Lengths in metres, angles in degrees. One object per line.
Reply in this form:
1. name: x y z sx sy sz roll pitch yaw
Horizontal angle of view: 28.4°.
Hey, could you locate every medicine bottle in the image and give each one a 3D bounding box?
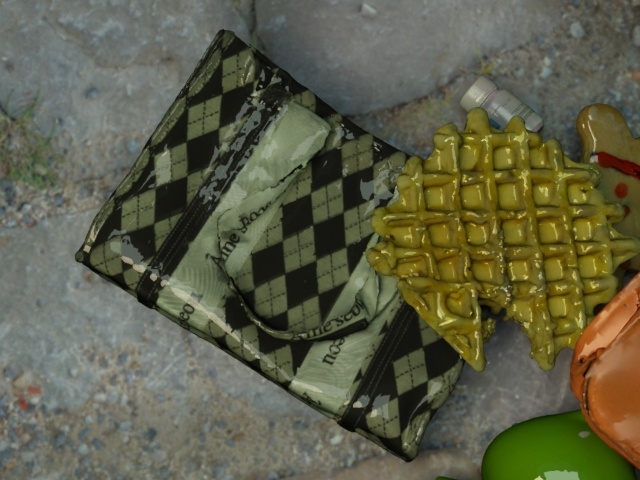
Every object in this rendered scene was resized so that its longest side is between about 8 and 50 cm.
1. medicine bottle: 0.201 -0.140 1.410 0.089 0.052 0.052 41 87 10

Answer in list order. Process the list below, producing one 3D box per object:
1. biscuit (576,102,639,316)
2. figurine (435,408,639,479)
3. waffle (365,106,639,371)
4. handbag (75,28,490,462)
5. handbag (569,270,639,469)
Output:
1. biscuit: 0.309 -0.019 1.363 0.153 0.030 0.234 25 79 -16
2. figurine: 0.207 0.277 1.309 0.263 0.143 0.162 -28 74 12
3. waffle: 0.189 0.001 1.284 0.261 0.056 0.250 42 73 2
4. handbag: 0.000 0.000 1.354 0.416 0.180 0.316 32 83 3
5. handbag: 0.466 0.162 1.201 0.410 0.116 0.303 41 100 -1
